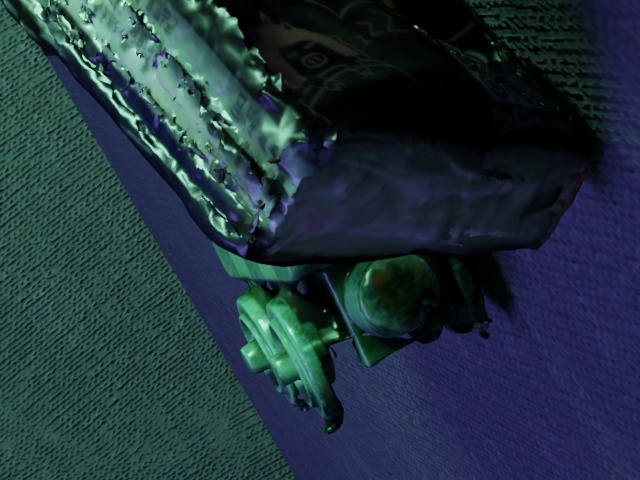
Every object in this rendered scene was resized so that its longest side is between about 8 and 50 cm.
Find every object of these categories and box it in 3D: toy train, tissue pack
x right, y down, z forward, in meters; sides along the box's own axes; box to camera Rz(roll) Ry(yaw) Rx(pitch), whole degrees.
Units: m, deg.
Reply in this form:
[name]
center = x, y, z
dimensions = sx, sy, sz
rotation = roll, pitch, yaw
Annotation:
[toy train]
center = 0.000, 0.000, 1.304
dimensions = 0.238, 0.166, 0.299
rotation = 64, 167, -4
[tissue pack]
center = -0.028, -0.119, 0.960
dimensions = 0.332, 0.245, 0.123
rotation = 50, 122, 29
